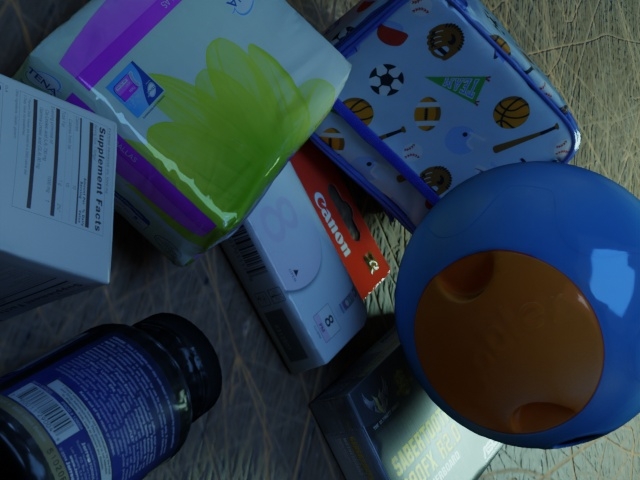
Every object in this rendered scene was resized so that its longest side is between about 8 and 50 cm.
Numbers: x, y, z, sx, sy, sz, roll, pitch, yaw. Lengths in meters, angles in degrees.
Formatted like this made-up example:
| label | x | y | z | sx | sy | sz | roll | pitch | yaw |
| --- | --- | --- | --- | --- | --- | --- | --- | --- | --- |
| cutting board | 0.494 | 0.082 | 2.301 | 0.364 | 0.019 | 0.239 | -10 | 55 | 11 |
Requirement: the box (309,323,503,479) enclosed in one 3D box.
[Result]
| label | x | y | z | sx | sy | sz | roll | pitch | yaw |
| --- | --- | --- | --- | --- | --- | --- | --- | --- | --- |
| box | 0.104 | 0.196 | 1.242 | 0.231 | 0.056 | 0.183 | -35 | 103 | -52 |

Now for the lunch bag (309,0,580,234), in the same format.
| label | x | y | z | sx | sy | sz | roll | pitch | yaw |
| --- | --- | --- | --- | --- | --- | --- | --- | --- | --- |
| lunch bag | 0.124 | -0.133 | 1.267 | 0.303 | 0.243 | 0.115 | 43 | 20 | -24 |

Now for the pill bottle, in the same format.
| label | x | y | z | sx | sy | sz | roll | pitch | yaw |
| --- | --- | --- | --- | --- | --- | --- | --- | --- | --- |
| pill bottle | -0.176 | 0.136 | 0.872 | 0.219 | 0.122 | 0.123 | -30 | 98 | -52 |

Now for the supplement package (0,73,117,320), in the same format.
| label | x | y | z | sx | sy | sz | roll | pitch | yaw |
| --- | --- | --- | --- | --- | --- | --- | --- | --- | --- |
| supplement package | -0.280 | -0.044 | 0.809 | 0.244 | 0.139 | 0.134 | 22 | 59 | -46 |

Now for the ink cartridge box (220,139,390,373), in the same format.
| label | x | y | z | sx | sy | sz | roll | pitch | yaw |
| --- | --- | --- | --- | --- | --- | --- | --- | --- | --- |
| ink cartridge box | 0.000 | 0.000 | 1.204 | 0.232 | 0.066 | 0.189 | -40 | 106 | -46 |

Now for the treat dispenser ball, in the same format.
| label | x | y | z | sx | sy | sz | roll | pitch | yaw |
| --- | --- | --- | --- | --- | --- | --- | --- | --- | --- |
| treat dispenser ball | 0.219 | 0.064 | 1.161 | 0.288 | 0.288 | 0.288 | 24 | 57 | -43 |

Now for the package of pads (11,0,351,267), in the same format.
| label | x | y | z | sx | sy | sz | roll | pitch | yaw |
| --- | --- | --- | --- | --- | --- | --- | --- | --- | --- |
| package of pads | -0.115 | -0.141 | 1.051 | 0.229 | 0.101 | 0.296 | 43 | 45 | -11 |
